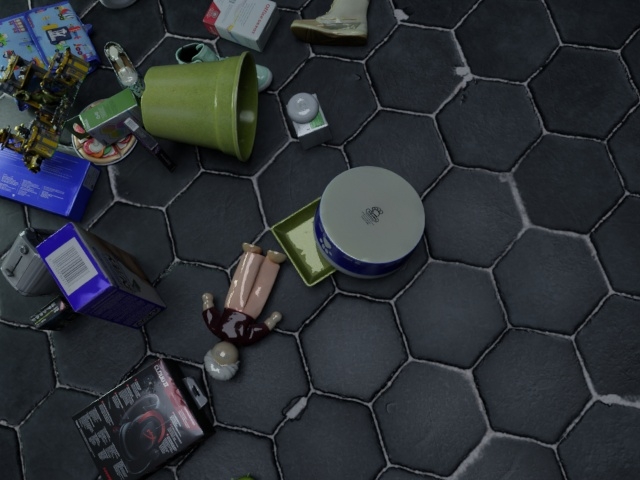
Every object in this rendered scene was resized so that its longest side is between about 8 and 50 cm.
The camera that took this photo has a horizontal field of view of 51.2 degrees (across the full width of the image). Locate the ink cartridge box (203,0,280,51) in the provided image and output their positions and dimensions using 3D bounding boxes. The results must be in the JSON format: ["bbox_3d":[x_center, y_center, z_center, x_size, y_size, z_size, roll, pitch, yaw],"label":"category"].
[{"bbox_3d":[-0.219,-0.622,1.871,0.175,0.072,0.127,24,81,12],"label":"ink cartridge box"}]

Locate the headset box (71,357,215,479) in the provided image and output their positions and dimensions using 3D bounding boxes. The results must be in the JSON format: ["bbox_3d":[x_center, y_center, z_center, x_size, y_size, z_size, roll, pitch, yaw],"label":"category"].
[{"bbox_3d":[-0.415,0.441,1.625,0.293,0.110,0.218,-34,75,-1],"label":"headset box"}]

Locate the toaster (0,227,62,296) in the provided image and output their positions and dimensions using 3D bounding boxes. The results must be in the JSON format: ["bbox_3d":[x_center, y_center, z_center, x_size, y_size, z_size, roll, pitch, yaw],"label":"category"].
[{"bbox_3d":[-0.702,0.057,1.716,0.129,0.227,0.146,45,103,16],"label":"toaster"}]

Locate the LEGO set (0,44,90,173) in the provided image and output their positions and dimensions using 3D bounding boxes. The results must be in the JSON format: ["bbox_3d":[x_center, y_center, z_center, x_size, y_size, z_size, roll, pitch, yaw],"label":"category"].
[{"bbox_3d":[-0.755,-0.360,1.710,0.192,0.255,0.331,25,80,-32],"label":"LEGO set"}]

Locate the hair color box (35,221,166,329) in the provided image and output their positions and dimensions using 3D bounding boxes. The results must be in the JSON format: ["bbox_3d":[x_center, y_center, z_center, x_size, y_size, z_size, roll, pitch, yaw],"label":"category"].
[{"bbox_3d":[-0.513,0.095,1.601,0.110,0.339,0.185,-36,75,-4],"label":"hair color box"}]

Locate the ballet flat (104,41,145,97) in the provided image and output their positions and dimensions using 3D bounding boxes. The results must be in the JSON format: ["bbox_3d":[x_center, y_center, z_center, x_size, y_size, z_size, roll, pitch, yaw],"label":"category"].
[{"bbox_3d":[-0.559,-0.486,1.889,0.070,0.070,0.188,-34,75,-1],"label":"ballet flat"}]

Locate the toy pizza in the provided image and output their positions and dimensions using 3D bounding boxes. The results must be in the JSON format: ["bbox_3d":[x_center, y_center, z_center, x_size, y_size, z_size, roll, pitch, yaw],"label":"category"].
[{"bbox_3d":[-0.605,-0.308,1.868,0.201,0.032,0.201,-2,76,7],"label":"toy pizza"}]

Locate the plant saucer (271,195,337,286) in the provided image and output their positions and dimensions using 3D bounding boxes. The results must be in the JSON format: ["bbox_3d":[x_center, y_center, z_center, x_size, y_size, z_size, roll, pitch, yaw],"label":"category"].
[{"bbox_3d":[0.000,0.000,1.703,0.188,0.045,0.188,-32,74,-7],"label":"plant saucer"}]

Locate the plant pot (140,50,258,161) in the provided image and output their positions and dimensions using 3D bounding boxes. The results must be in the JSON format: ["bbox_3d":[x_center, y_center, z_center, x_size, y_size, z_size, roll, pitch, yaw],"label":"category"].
[{"bbox_3d":[-0.308,-0.346,1.706,0.253,0.276,0.276,4,77,5],"label":"plant pot"}]

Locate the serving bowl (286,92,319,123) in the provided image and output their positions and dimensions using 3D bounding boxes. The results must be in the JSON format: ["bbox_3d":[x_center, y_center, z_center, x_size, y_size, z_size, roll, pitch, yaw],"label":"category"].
[{"bbox_3d":[-0.047,-0.342,1.700,0.083,0.027,0.083,-2,75,7],"label":"serving bowl"}]

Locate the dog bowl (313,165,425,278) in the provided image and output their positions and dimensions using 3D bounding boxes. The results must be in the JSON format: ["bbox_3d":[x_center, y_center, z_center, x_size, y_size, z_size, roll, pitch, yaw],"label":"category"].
[{"bbox_3d":[0.118,-0.045,1.636,0.264,0.104,0.265,3,67,-7],"label":"dog bowl"}]

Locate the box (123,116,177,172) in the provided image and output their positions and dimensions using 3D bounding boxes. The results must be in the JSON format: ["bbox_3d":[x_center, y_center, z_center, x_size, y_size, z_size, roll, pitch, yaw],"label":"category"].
[{"bbox_3d":[-0.449,-0.252,1.768,0.116,0.162,0.029,42,81,14],"label":"box"}]

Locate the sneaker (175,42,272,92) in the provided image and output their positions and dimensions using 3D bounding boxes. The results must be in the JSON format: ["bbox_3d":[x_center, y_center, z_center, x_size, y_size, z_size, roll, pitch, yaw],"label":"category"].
[{"bbox_3d":[-0.264,-0.464,1.800,0.255,0.151,0.094,5,76,7],"label":"sneaker"}]

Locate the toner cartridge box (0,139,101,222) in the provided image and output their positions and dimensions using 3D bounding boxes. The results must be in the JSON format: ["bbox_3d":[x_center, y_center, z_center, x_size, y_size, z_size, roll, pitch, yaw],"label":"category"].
[{"bbox_3d":[-0.799,-0.179,1.841,0.347,0.075,0.165,17,78,11],"label":"toner cartridge box"}]

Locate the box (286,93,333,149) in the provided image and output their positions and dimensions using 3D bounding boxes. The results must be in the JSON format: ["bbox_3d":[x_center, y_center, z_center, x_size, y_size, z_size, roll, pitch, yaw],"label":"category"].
[{"bbox_3d":[-0.028,-0.312,1.758,0.087,0.102,0.101,-22,75,4],"label":"box"}]

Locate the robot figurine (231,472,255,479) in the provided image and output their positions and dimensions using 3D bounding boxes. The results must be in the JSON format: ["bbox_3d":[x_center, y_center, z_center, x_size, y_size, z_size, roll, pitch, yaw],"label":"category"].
[{"bbox_3d":[-0.173,0.612,1.574,0.101,0.067,0.115,-12,73,-24],"label":"robot figurine"}]

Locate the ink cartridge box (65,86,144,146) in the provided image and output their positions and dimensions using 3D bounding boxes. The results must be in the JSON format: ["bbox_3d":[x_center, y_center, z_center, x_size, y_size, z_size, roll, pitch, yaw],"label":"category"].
[{"bbox_3d":[-0.571,-0.316,1.792,0.209,0.109,0.062,-28,74,1],"label":"ink cartridge box"}]

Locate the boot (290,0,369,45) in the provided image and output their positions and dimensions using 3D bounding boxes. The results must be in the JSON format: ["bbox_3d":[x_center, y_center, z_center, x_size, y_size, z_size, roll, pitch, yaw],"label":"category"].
[{"bbox_3d":[0.031,-0.628,1.839,0.213,0.077,0.165,6,78,4],"label":"boot"}]

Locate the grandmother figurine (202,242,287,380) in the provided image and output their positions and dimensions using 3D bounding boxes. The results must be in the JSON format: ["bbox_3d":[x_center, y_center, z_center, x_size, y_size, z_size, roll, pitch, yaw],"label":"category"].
[{"bbox_3d":[-0.205,0.181,1.668,0.207,0.104,0.342,13,76,19],"label":"grandmother figurine"}]

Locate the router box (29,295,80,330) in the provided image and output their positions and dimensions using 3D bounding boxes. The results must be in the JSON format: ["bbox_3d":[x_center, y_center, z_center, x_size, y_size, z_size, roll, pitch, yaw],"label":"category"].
[{"bbox_3d":[-0.672,0.189,1.712,0.092,0.122,0.038,-38,79,-2],"label":"router box"}]

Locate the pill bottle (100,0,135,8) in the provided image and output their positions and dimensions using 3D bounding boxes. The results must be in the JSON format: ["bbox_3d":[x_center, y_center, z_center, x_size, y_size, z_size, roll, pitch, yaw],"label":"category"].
[{"bbox_3d":[-0.626,-0.809,1.937,0.136,0.136,0.246,-31,75,0],"label":"pill bottle"}]

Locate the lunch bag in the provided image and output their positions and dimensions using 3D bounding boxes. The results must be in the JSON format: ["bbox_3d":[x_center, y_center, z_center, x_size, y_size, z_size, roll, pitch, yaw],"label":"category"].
[{"bbox_3d":[-0.787,-0.546,1.917,0.293,0.138,0.221,-28,75,-13],"label":"lunch bag"}]
